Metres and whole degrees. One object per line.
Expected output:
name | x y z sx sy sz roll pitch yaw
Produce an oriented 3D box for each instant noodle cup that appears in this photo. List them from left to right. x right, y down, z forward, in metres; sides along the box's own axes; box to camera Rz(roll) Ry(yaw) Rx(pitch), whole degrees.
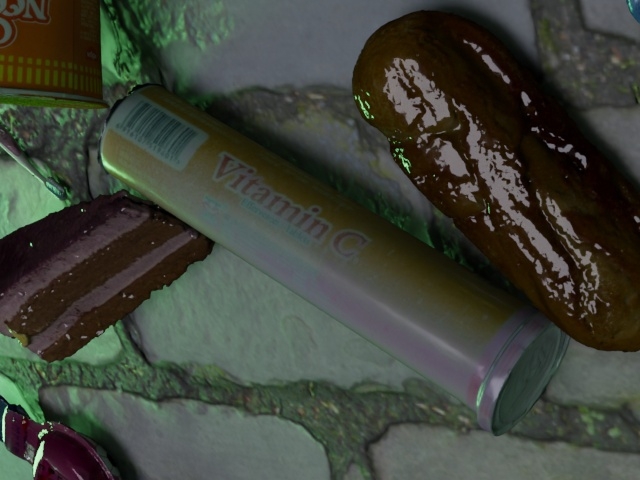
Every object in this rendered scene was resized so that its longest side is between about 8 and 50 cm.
instant noodle cup | -0.250 -0.209 1.256 0.168 0.168 0.185 6 92 40

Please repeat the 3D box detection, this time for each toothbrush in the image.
toothbrush | -0.329 -0.108 1.518 0.204 0.017 0.022 42 147 14

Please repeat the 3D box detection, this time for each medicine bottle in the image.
medicine bottle | 0.000 0.000 1.224 0.426 0.108 0.108 33 134 26

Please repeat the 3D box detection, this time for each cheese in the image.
cheese | -0.299 0.252 1.692 0.244 0.062 0.155 34 134 24

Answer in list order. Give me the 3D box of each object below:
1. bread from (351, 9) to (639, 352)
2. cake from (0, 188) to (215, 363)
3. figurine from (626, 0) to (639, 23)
bread | 0.151 -0.024 1.077 0.344 0.084 0.124 50 139 5
cake | -0.222 0.031 1.418 0.116 0.112 0.295 26 147 -32
figurine | 0.236 -0.166 0.904 0.079 0.114 0.114 53 144 37
